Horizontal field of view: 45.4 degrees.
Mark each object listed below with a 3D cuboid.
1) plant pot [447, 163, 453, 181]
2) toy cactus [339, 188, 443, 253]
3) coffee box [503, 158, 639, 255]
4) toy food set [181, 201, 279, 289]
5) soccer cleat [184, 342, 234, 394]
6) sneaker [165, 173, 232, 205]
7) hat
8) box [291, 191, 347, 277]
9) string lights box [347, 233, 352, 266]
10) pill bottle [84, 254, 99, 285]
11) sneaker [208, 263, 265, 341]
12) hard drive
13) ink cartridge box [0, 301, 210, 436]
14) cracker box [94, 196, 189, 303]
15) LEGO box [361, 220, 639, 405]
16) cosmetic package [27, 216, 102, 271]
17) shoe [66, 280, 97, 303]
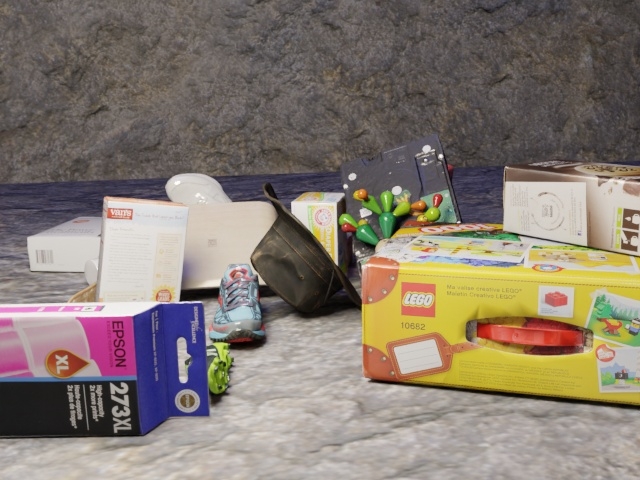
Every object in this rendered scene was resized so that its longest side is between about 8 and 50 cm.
[{"bbox_3d":[0.190,-0.064,1.900,0.274,0.243,0.275,-1,14,0],"label":"plant pot"},{"bbox_3d":[0.139,-0.020,1.553,0.218,0.181,0.112,-1,-18,12],"label":"toy cactus"},{"bbox_3d":[0.472,-0.061,1.264,0.168,0.119,0.297,-12,17,-40],"label":"coffee box"},{"bbox_3d":[-0.237,0.031,1.703,0.305,0.092,0.220,-3,57,-4],"label":"toy food set"},{"bbox_3d":[-0.180,0.204,1.200,0.072,0.060,0.179,-11,7,0],"label":"soccer cleat"},{"bbox_3d":[-0.269,-0.069,2.009,0.305,0.114,0.152,34,15,-25],"label":"sneaker"},{"bbox_3d":[-0.053,0.048,1.511,0.134,0.331,0.331,-38,17,-1],"label":"hat"},{"bbox_3d":[0.000,0.000,1.724,0.103,0.203,0.114,2,13,13],"label":"box"},{"bbox_3d":[-0.060,0.026,1.902,0.259,0.077,0.133,2,13,16],"label":"string lights box"},{"bbox_3d":[-0.461,0.061,1.768,0.086,0.086,0.152,11,17,43],"label":"pill bottle"},{"bbox_3d":[-0.162,0.109,1.438,0.104,0.125,0.262,-4,13,-7],"label":"sneaker"},{"bbox_3d":[0.180,-0.051,1.641,0.236,0.339,0.064,-18,-34,13],"label":"hard drive"},{"bbox_3d":[-0.343,0.176,1.048,0.370,0.176,0.069,-2,13,-2],"label":"ink cartridge box"},{"bbox_3d":[-0.348,0.037,1.486,0.155,0.233,0.067,4,10,-24],"label":"cracker box"},{"bbox_3d":[0.354,0.100,1.275,0.499,0.193,0.372,3,13,17],"label":"LEGO box"},{"bbox_3d":[-0.519,0.007,2.002,0.376,0.098,0.284,1,10,8],"label":"cosmetic package"},{"bbox_3d":[-0.425,0.104,1.562,0.219,0.077,0.058,-29,-9,-35],"label":"shoe"}]
